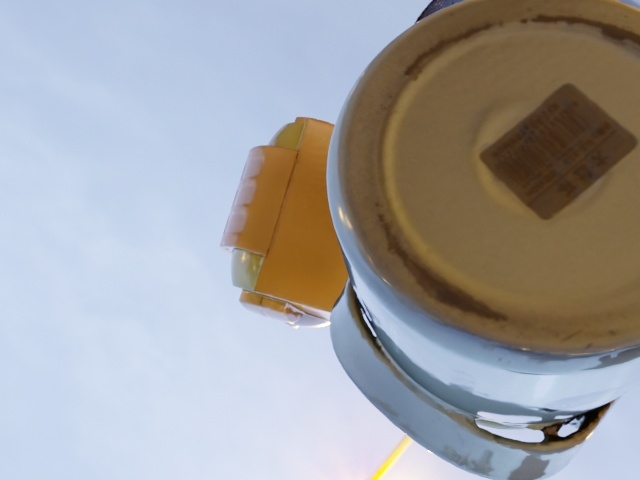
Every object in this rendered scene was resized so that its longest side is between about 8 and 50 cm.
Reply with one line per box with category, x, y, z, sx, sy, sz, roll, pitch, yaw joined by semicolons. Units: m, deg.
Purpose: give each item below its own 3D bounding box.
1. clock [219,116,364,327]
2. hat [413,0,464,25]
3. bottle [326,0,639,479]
clock;0.000;0.000;1.106;0.200;0.244;0.317;18;170;10
hat;0.194;-0.242;1.135;0.082;0.193;0.193;20;-154;-34
bottle;0.117;0.031;0.556;0.229;0.229;0.352;42;167;20
